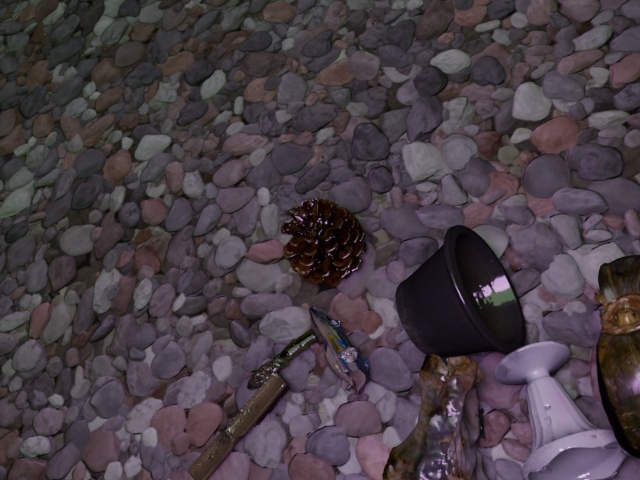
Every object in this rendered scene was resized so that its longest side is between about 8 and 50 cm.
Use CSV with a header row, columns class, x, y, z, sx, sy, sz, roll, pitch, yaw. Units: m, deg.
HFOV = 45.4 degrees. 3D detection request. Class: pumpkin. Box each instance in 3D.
class,x,y,z,sx,sy,sz,roll,pitch,yaw
pumpkin,0.534,0.159,1.092,0.232,0.242,0.324,-12,41,32

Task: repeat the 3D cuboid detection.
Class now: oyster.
class,x,y,z,sx,sy,sz,roll,pitch,yaw
oyster,0.202,0.348,1.200,0.198,0.133,0.336,9,71,19

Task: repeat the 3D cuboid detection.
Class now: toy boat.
class,x,y,z,sx,sy,sz,roll,pitch,yaw
toy boat,0.027,0.190,1.399,0.066,0.084,0.210,-34,45,-3

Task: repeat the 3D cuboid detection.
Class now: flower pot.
class,x,y,z,sx,sy,sz,roll,pitch,yaw
flower pot,0.223,0.108,1.291,0.148,0.235,0.235,-30,53,28

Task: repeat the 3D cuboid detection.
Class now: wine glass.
class,x,y,z,sx,sy,sz,roll,pitch,yaw
wine glass,0.353,0.268,1.166,0.165,0.165,0.196,-25,51,9

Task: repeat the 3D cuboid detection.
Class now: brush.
class,x,y,z,sx,sy,sz,roll,pitch,yaw
brush,-0.147,0.348,1.407,0.248,0.036,0.043,-50,51,-1

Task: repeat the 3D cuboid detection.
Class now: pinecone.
class,x,y,z,sx,sy,sz,roll,pitch,yaw
pinecone,-0.003,-0.008,1.461,0.163,0.165,0.162,-13,55,20

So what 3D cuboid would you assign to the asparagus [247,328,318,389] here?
class,x,y,z,sx,sy,sz,roll,pitch,yaw
asparagus,-0.073,0.227,1.442,0.165,0.030,0.036,-40,65,-3
